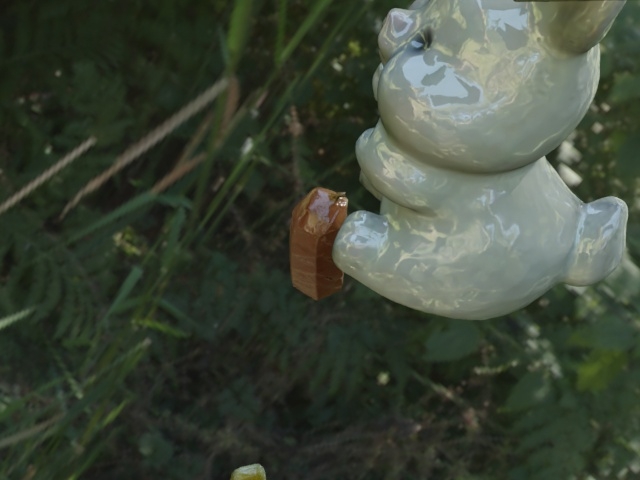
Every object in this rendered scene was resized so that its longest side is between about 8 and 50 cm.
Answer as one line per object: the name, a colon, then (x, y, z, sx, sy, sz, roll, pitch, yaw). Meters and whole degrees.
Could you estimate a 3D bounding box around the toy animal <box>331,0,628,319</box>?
toy animal: (0.157, -0.109, 0.949, 0.241, 0.367, 0.196, 12, 38, 1)

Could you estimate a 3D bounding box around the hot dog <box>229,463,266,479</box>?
hot dog: (-0.070, 0.239, 1.115, 0.030, 0.090, 0.034, -11, 62, -22)

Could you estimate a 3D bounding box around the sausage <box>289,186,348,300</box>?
sausage: (-0.001, 0.000, 1.249, 0.065, 0.169, 0.065, 0, 61, -1)
